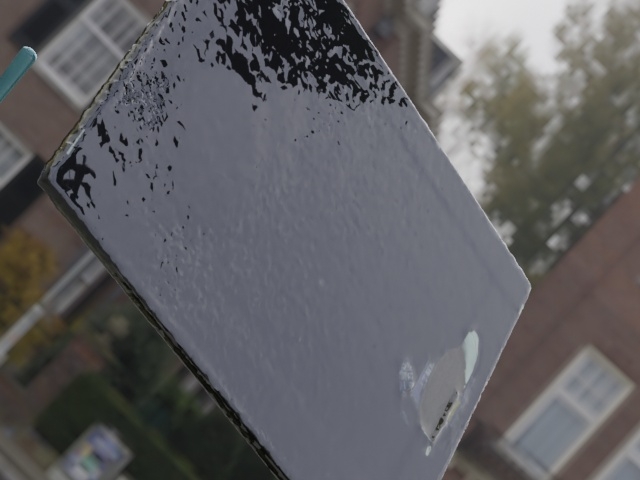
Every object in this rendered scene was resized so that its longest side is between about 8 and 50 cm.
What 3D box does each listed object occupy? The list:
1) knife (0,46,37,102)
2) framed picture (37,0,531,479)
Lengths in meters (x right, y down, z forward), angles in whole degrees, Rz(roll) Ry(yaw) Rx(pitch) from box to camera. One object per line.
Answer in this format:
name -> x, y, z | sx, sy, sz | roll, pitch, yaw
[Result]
knife -> -0.181, -0.071, 0.972 | 0.014, 0.091, 0.005 | 45, 23, 4
framed picture -> 0.000, 0.000, 1.000 | 0.013, 0.244, 0.324 | -7, -50, 40
